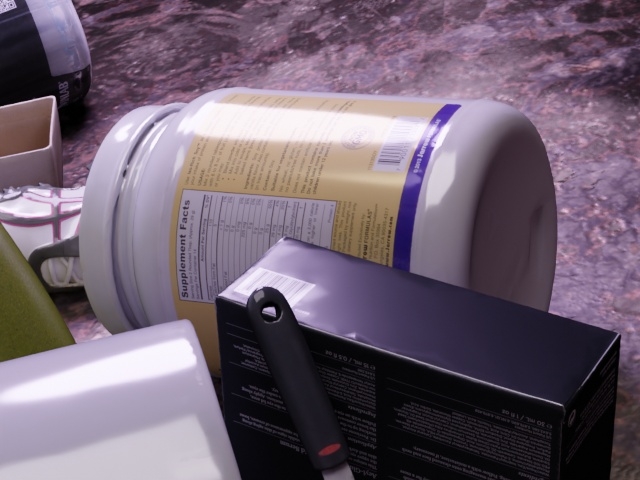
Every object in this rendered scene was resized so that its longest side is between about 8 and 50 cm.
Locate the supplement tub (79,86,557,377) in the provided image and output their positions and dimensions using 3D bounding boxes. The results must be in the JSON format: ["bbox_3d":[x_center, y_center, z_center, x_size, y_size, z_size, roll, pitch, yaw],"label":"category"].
[{"bbox_3d":[0.000,0.000,1.401,0.331,0.241,0.241,5,37,27],"label":"supplement tub"}]

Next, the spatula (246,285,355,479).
[{"bbox_3d":[0.016,0.168,1.146,0.084,0.296,0.030,-22,2,-13],"label":"spatula"}]

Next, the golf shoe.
[{"bbox_3d":[-0.228,0.001,1.613,0.273,0.105,0.120,-29,43,-21],"label":"golf shoe"}]

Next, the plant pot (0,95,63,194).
[{"bbox_3d":[-0.307,-0.068,1.744,0.109,0.096,0.109,-11,33,2],"label":"plant pot"}]

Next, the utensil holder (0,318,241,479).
[{"bbox_3d":[-0.224,0.238,1.054,0.385,0.328,0.327,-16,33,-6],"label":"utensil holder"}]

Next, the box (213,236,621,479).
[{"bbox_3d":[0.064,0.125,1.211,0.261,0.184,0.103,17,34,26],"label":"box"}]

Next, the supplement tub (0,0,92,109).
[{"bbox_3d":[-0.433,-0.189,1.871,0.338,0.207,0.207,-24,34,-16],"label":"supplement tub"}]

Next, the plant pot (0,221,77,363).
[{"bbox_3d":[-0.355,0.083,1.303,0.366,0.353,0.366,-9,34,6],"label":"plant pot"}]
